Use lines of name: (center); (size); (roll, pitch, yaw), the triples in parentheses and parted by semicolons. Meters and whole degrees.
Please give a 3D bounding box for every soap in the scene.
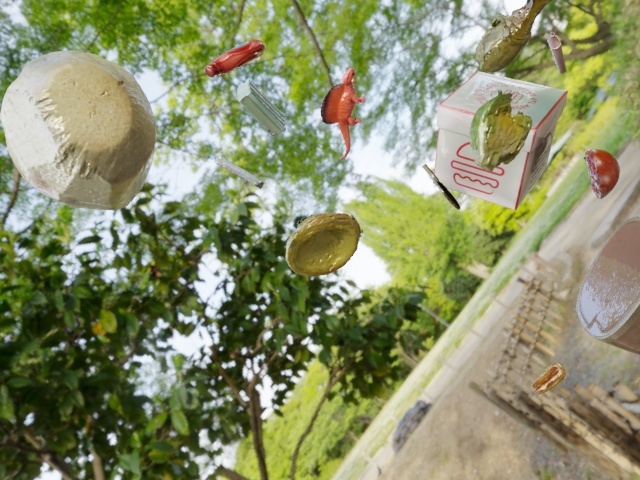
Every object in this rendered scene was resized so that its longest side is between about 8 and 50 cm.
soap: (-0.209, -0.467, 2.034); (0.063, 0.115, 0.198); (-34, -53, 18)

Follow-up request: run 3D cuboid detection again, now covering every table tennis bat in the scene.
table tennis bat: (0.333, -0.147, 1.572); (0.014, 0.158, 0.095); (-41, -11, 21)

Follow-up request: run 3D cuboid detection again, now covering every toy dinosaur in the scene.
toy dinosaur: (0.049, -0.346, 1.626); (0.139, 0.070, 0.286); (-23, -47, -44)

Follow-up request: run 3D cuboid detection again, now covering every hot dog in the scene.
hot dog: (0.584, 0.353, 1.459); (0.037, 0.049, 0.122); (4, -41, -22)

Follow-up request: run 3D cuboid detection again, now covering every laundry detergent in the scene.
laundry detergent: (-0.202, -0.419, 1.329); (0.097, 0.049, 0.165); (-10, 26, 41)

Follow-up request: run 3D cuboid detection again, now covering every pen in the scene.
pen: (0.753, -0.602, 1.822); (0.032, 0.053, 0.197); (-22, -31, 23)

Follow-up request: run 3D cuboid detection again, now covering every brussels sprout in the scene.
brussels sprout: (0.379, -0.237, 1.243); (0.139, 0.100, 0.181); (37, -96, -36)

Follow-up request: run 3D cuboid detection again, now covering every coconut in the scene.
coconut: (-0.601, -0.257, 1.448); (0.344, 0.415, 0.415); (-16, -33, -30)

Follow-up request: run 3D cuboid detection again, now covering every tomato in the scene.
tomato: (1.013, -0.244, 2.039); (0.099, 0.173, 0.189); (-19, -41, 19)

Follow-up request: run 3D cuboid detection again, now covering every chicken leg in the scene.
chicken leg: (0.428, -0.476, 1.266); (0.228, 0.088, 0.103); (-58, 9, 25)

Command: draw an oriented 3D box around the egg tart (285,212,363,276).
egg tart: (0.000, 0.000, 2.124); (0.314, 0.120, 0.315); (-14, -46, -15)

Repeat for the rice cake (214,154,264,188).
rice cake: (-0.276, -0.233, 1.949); (0.033, 0.207, 0.033); (-62, -19, 6)

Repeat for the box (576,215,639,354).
box: (0.723, 0.117, 1.213); (0.301, 0.216, 0.301); (24, -90, -86)

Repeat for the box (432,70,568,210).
box: (0.569, -0.328, 1.844); (0.314, 0.312, 0.300); (-43, -37, -39)
